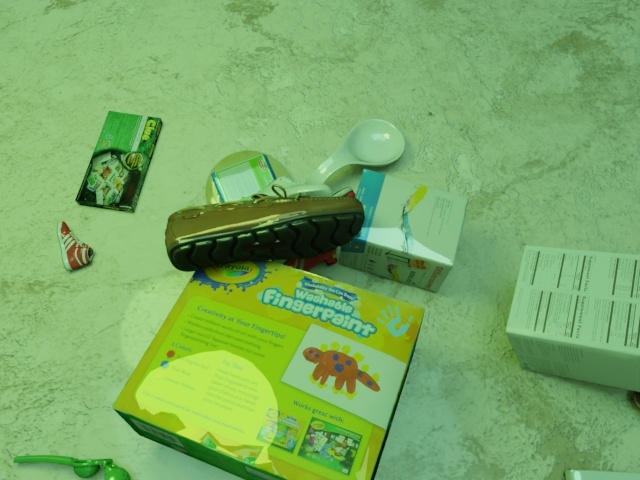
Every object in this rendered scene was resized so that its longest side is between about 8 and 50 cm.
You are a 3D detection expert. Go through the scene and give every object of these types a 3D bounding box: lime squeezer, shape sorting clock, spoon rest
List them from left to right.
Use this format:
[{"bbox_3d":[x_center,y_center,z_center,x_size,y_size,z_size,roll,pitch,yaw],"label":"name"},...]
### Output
[{"bbox_3d":[-0.427,0.456,1.048,0.310,0.059,0.110,32,99,10],"label":"lime squeezer"},{"bbox_3d":[-0.166,-0.115,1.310,0.206,0.040,0.206,1,75,-2],"label":"shape sorting clock"},{"bbox_3d":[0.085,-0.200,1.336,0.276,0.084,0.137,-37,72,-16],"label":"spoon rest"}]

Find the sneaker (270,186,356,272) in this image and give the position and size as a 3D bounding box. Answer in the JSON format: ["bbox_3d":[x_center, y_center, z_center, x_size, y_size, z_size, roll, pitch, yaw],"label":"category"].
[{"bbox_3d":[0.000,0.000,1.251,0.118,0.107,0.279,41,73,-5],"label":"sneaker"}]

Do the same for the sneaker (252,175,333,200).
[{"bbox_3d":[-0.067,-0.105,1.215,0.212,0.080,0.094,-11,52,29],"label":"sneaker"}]

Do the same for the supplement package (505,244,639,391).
[{"bbox_3d":[0.526,0.150,1.077,0.262,0.199,0.198,6,62,32],"label":"supplement package"}]

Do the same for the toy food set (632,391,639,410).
[{"bbox_3d":[0.700,0.334,1.130,0.128,0.071,0.218,-25,70,-44],"label":"toy food set"}]

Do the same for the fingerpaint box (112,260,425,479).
[{"bbox_3d":[-0.075,0.245,1.032,0.444,0.163,0.371,16,57,14],"label":"fingerpaint box"}]

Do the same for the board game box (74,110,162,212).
[{"bbox_3d":[-0.481,-0.194,1.344,0.136,0.030,0.260,8,66,4],"label":"board game box"}]

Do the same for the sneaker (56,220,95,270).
[{"bbox_3d":[-0.545,0.004,1.243,0.067,0.042,0.118,-18,75,-5],"label":"sneaker"}]

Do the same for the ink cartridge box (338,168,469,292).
[{"bbox_3d":[0.176,-0.017,1.207,0.232,0.171,0.168,16,67,6],"label":"ink cartridge box"}]

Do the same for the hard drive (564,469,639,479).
[{"bbox_3d":[0.572,0.590,1.019,0.203,0.040,0.308,3,65,-1],"label":"hard drive"}]

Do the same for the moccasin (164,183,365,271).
[{"bbox_3d":[-0.104,-0.035,1.075,0.380,0.139,0.147,-11,51,0],"label":"moccasin"}]
